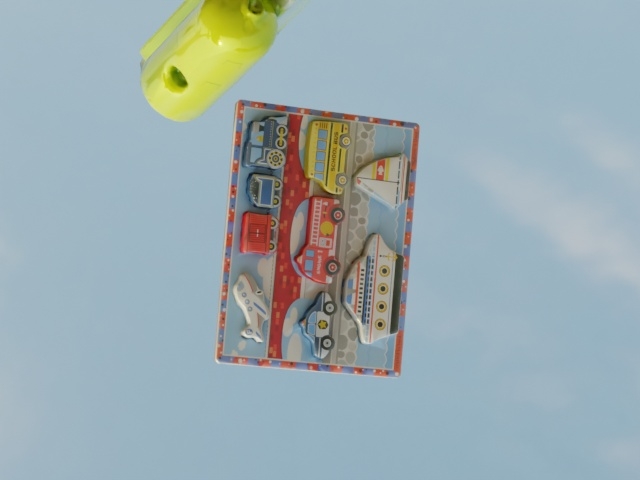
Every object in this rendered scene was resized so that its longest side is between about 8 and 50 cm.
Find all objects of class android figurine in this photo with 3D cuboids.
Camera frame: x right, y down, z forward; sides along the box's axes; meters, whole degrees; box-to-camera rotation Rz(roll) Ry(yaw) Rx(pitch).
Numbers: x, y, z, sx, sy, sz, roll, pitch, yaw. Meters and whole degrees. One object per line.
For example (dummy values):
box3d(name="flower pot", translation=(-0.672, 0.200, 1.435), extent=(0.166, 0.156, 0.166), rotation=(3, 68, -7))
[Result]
box3d(name="android figurine", translation=(0.004, -0.162, 1.053), extent=(0.248, 0.056, 0.273), rotation=(-45, -174, -38))

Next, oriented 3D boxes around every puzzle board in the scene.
box3d(name="puzzle board", translation=(0.000, 0.000, 0.961), extent=(0.096, 0.128, 0.011), rotation=(6, 177, -19))
